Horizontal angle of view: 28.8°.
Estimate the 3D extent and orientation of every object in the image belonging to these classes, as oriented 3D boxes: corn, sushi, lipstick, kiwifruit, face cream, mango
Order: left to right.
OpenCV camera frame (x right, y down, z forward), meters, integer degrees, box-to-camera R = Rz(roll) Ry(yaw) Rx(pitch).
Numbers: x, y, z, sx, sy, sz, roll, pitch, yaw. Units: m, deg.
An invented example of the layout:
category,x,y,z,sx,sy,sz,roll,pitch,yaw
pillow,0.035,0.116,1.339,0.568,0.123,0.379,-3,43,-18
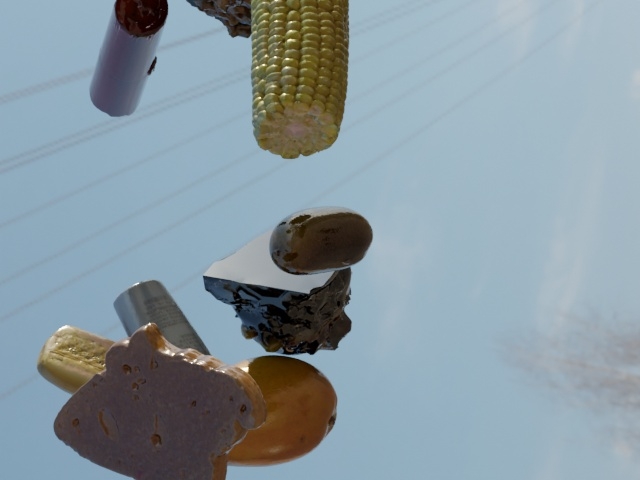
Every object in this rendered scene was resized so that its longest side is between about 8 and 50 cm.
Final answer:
category,x,y,z,sx,sy,sz,roll,pitch,yaw
lipstick,-0.238,-0.229,1.534,0.279,0.073,0.073,137,155,-69
face cream,-0.166,0.139,1.440,0.084,0.198,0.057,-15,-26,-39
mango,-0.086,0.214,1.539,0.145,0.219,0.112,-113,19,-45
sushi,-0.032,0.072,1.588,0.172,0.153,0.150,-52,-37,-49
corn,-0.019,-0.195,1.133,0.093,0.093,0.244,43,-139,-58
kiwifruit,0.000,0.000,1.312,0.124,0.075,0.075,-13,-68,-39

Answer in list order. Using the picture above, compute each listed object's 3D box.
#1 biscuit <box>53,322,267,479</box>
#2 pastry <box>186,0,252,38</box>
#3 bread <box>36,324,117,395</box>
category,x,y,z,sx,sy,sz,roll,pitch,yaw
biscuit,-0.159,0.172,1.212,0.043,0.280,0.183,-17,-89,-50
pastry,-0.092,-0.329,1.365,0.275,0.275,0.193,-41,-33,-50
bread,-0.269,0.150,1.443,0.056,0.115,0.082,108,179,-46
